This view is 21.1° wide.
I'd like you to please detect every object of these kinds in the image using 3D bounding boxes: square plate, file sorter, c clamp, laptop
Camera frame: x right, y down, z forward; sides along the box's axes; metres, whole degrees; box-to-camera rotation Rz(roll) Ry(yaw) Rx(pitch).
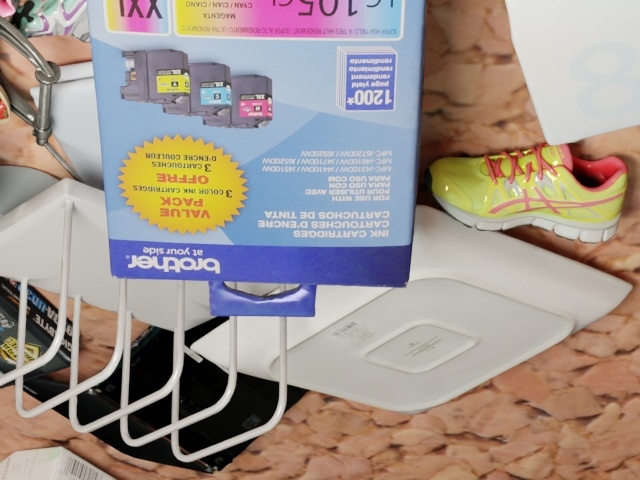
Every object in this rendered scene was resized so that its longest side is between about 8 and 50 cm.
[{"bbox_3d":[0.100,0.095,1.816,0.344,0.049,0.347,18,141,-41],"label":"square plate"},{"bbox_3d":[-0.189,0.088,1.651,0.277,0.173,0.193,22,147,-37],"label":"file sorter"},{"bbox_3d":[-0.255,-0.134,1.513,0.137,0.022,0.161,40,156,14],"label":"c clamp"},{"bbox_3d":[-0.182,0.156,1.965,0.264,0.136,0.234,-43,132,8],"label":"laptop"}]

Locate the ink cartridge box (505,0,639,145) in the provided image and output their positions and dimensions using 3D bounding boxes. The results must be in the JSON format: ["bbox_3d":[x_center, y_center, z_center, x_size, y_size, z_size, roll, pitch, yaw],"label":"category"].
[{"bbox_3d":[0.290,-0.254,1.386,0.308,0.091,0.385,-12,142,13],"label":"ink cartridge box"}]

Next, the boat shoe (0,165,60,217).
[{"bbox_3d":[-0.331,-0.030,1.683,0.183,0.065,0.083,9,150,-9],"label":"boat shoe"}]

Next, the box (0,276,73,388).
[{"bbox_3d":[-0.389,0.084,1.829,0.175,0.051,0.220,-18,140,20],"label":"box"}]

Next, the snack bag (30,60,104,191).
[{"bbox_3d":[-0.069,-0.073,1.653,0.323,0.037,0.342,-9,144,10],"label":"snack bag"}]

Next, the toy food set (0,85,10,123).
[{"bbox_3d":[-0.313,-0.135,1.544,0.083,0.020,0.083,12,142,45],"label":"toy food set"}]

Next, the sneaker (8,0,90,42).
[{"bbox_3d":[-0.221,-0.185,1.496,0.098,0.038,0.069,-23,137,26],"label":"sneaker"}]

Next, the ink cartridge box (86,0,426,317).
[{"bbox_3d":[-0.049,-0.106,1.454,0.270,0.151,0.395,1,133,1],"label":"ink cartridge box"}]

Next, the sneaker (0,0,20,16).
[{"bbox_3d":[-0.301,-0.221,1.432,0.119,0.057,0.047,18,140,-21],"label":"sneaker"}]

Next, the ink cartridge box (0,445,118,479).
[{"bbox_3d":[-0.345,0.323,2.163,0.224,0.056,0.181,-8,147,39],"label":"ink cartridge box"}]

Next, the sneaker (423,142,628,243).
[{"bbox_3d":[0.202,-0.062,1.654,0.208,0.081,0.094,6,132,-17],"label":"sneaker"}]
